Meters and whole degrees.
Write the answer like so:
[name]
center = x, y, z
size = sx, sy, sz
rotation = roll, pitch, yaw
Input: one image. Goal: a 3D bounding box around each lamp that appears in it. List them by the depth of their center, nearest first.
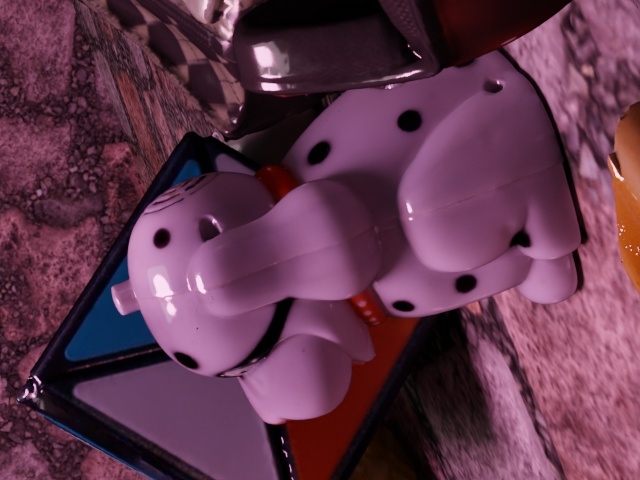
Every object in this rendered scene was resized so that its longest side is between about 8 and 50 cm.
[lamp]
center = -0.048, -0.089, 1.087
size = 0.105, 0.105, 0.105
rotation = 159, 90, -77

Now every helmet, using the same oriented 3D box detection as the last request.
[helmet]
center = 0.028, -0.161, 0.462
size = 0.216, 0.193, 0.189
rotation = -107, -2, -67

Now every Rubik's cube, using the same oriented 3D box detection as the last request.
[Rubik's cube]
center = -0.076, 0.093, 0.989
size = 0.246, 0.250, 0.248
rotation = 31, 164, -4

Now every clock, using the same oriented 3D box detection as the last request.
[clock]
center = 0.004, 0.001, 0.708
size = 0.189, 0.254, 0.189
rotation = 58, 166, 23

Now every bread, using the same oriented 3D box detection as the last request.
[bread]
center = 0.156, -0.003, 0.516
size = 0.062, 0.049, 0.103
rotation = 103, 145, -54

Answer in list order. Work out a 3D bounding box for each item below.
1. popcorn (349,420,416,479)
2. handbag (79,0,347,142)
[popcorn]
center = -0.039, 0.259, 1.234
size = 0.247, 0.282, 0.282
rotation = -51, -50, -55
[handbag]
center = -0.101, -0.306, 0.858
size = 0.317, 0.180, 0.416
rotation = 48, 152, 36
